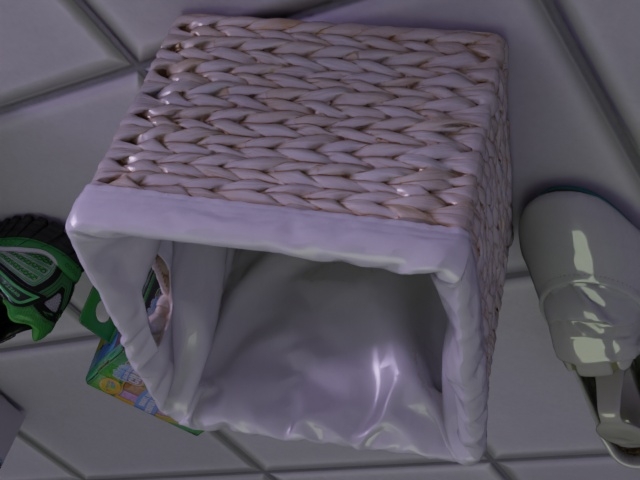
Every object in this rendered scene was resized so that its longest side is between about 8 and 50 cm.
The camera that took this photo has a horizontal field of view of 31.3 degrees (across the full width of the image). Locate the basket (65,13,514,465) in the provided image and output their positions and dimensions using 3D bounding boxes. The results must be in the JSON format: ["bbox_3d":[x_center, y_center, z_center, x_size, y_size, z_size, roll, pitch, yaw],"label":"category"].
[{"bbox_3d":[0.000,0.000,1.031,0.331,0.266,0.328,5,144,15],"label":"basket"}]

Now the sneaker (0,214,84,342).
[{"bbox_3d":[-0.451,0.060,1.406,0.343,0.146,0.134,-6,140,31],"label":"sneaker"}]

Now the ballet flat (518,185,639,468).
[{"bbox_3d":[0.303,0.111,1.181,0.139,0.139,0.400,-4,140,27],"label":"ballet flat"}]

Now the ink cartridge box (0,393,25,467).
[{"bbox_3d":[-0.611,0.326,1.767,0.171,0.232,0.168,-7,137,30],"label":"ink cartridge box"}]

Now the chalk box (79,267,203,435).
[{"bbox_3d":[-0.198,0.126,1.407,0.213,0.132,0.132,30,143,-17],"label":"chalk box"}]
